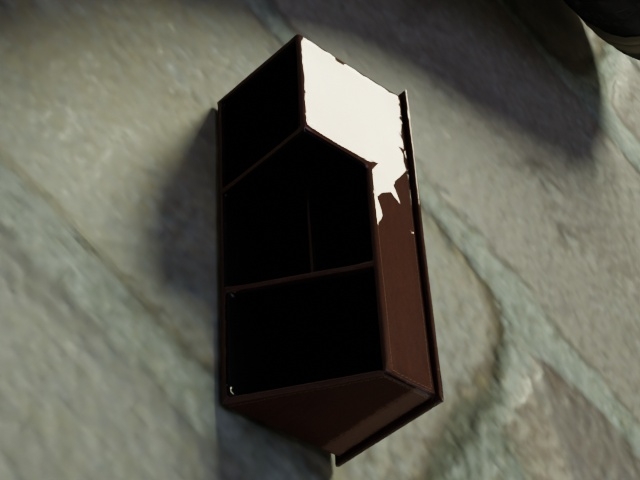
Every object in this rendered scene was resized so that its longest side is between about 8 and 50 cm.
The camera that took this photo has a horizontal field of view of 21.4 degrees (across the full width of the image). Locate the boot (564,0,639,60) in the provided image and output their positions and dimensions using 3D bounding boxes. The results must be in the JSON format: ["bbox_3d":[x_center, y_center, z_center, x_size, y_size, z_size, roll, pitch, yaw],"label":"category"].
[{"bbox_3d":[0.055,-0.274,0.795,0.284,0.138,0.377,9,60,-50],"label":"boot"}]

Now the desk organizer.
[{"bbox_3d":[0.000,0.000,0.544,0.050,0.047,0.130,29,40,-33],"label":"desk organizer"}]
